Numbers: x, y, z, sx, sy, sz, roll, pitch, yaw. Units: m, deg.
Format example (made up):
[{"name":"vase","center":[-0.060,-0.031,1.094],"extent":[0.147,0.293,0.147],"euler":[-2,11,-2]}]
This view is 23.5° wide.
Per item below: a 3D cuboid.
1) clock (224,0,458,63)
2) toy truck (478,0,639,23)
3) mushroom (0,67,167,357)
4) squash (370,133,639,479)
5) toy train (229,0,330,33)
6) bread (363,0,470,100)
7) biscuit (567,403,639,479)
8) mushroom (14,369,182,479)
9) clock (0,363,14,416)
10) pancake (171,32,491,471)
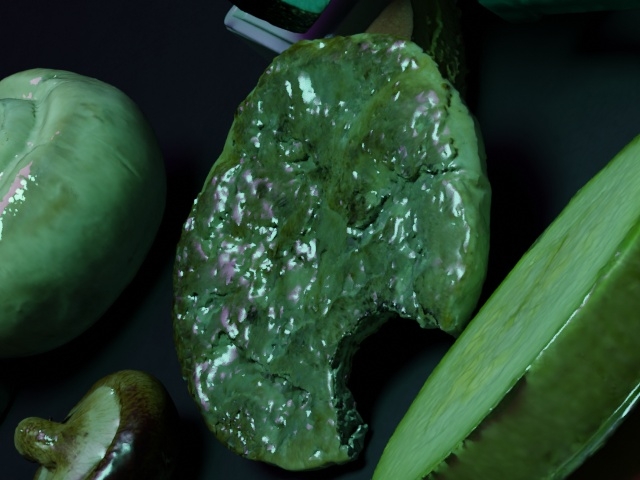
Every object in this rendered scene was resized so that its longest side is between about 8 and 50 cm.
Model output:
[{"name":"clock","center":[0.023,-0.183,1.116],"extent":[0.150,0.063,0.197],"euler":[-51,27,-1]},{"name":"toy truck","center":[0.202,-0.163,0.707],"extent":[0.178,0.176,0.363],"euler":[-60,25,2]},{"name":"mushroom","center":[-0.256,-0.033,1.177],"extent":[0.260,0.234,0.254],"euler":[-48,30,6]},{"name":"squash","center":[0.097,0.035,0.667],"extent":[0.219,0.041,0.219],"euler":[-51,6,7]},{"name":"toy train","center":[0.023,-0.238,0.920],"extent":[0.194,0.120,0.298],"euler":[-56,6,-8]},{"name":"bread","center":[0.035,-0.074,0.955],"extent":[0.192,0.067,0.119],"euler":[-49,25,2]},{"name":"biscuit","center":[0.140,0.116,0.566],"extent":[0.355,0.052,0.275],"euler":[-57,27,-10]},{"name":"mushroom","center":[-0.137,0.136,0.938],"extent":[0.127,0.087,0.127],"euler":[-42,27,27]},{"name":"clock","center":[-0.382,0.187,1.305],"extent":[0.273,0.049,0.279],"euler":[-54,27,-6]},{"name":"pancake","center":[0.000,0.000,0.862],"extent":[0.253,0.037,0.254],"euler":[-20,62,43]}]
